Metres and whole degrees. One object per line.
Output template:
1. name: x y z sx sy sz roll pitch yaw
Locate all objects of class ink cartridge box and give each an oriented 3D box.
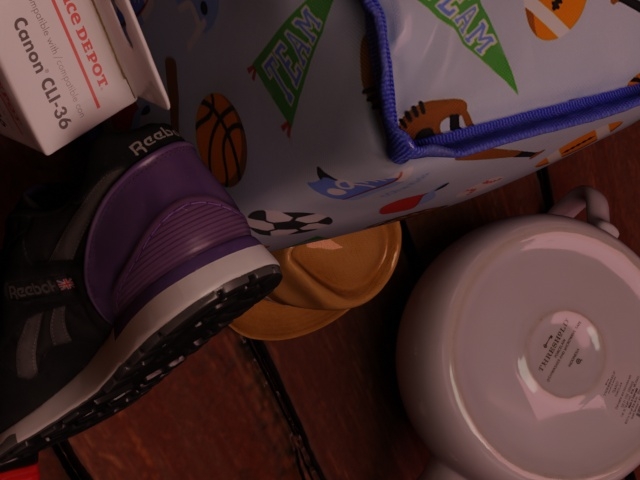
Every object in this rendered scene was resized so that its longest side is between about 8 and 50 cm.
1. ink cartridge box: -0.174 -0.121 0.699 0.067 0.198 0.115 -37 125 -25

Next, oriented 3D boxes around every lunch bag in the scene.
1. lunch bag: 0.077 -0.142 0.799 0.385 0.328 0.239 -14 88 -34

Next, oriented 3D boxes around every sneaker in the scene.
1. sneaker: -0.140 0.033 0.738 0.107 0.283 0.124 -20 76 -51

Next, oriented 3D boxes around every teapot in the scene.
1. teapot: 0.167 0.097 1.082 0.256 0.187 0.253 -15 87 -18

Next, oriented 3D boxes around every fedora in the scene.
1. fedora: 0.000 0.000 0.969 0.194 0.079 0.194 -14 113 -36

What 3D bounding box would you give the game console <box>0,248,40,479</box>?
1. game console: -0.348 0.190 0.764 0.386 0.060 0.342 -9 104 -39
